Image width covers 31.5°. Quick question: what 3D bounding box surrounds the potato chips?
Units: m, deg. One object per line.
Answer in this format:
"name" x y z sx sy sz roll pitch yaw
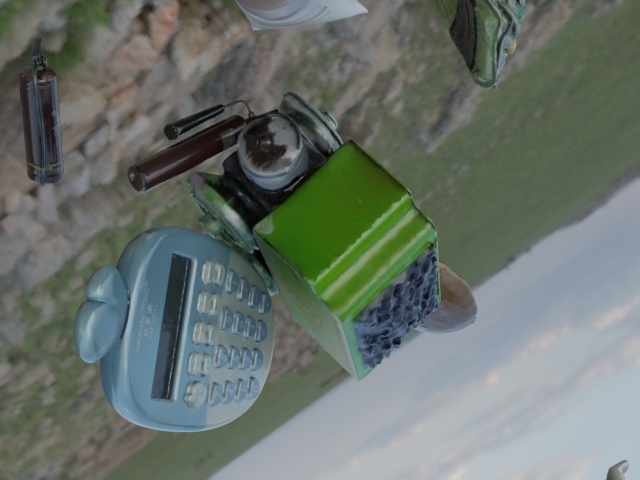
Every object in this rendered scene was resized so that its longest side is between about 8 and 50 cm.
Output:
"potato chips" 0.115 0.067 1.406 0.049 0.150 0.202 -62 154 -21

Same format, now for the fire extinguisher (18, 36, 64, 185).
"fire extinguisher" -0.312 -0.141 1.266 0.043 0.158 0.064 -1 -148 -6

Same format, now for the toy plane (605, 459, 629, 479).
"toy plane" 0.318 0.317 1.074 0.117 0.245 0.245 -6 167 -10

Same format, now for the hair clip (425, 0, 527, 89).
"hair clip" 0.099 -0.279 1.037 0.091 0.321 0.138 -27 150 -16

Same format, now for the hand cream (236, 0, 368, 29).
"hand cream" -0.035 -0.250 1.170 0.133 0.083 0.248 -5 178 11

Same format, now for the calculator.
"calculator" -0.130 0.086 1.075 0.042 0.188 0.302 3 170 32

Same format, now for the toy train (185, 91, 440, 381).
"toy train" 0.000 0.000 1.188 0.173 0.249 0.307 -42 159 -11

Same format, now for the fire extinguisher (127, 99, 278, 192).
"fire extinguisher" -0.120 -0.100 1.114 0.173 0.049 0.035 -32 155 -37
